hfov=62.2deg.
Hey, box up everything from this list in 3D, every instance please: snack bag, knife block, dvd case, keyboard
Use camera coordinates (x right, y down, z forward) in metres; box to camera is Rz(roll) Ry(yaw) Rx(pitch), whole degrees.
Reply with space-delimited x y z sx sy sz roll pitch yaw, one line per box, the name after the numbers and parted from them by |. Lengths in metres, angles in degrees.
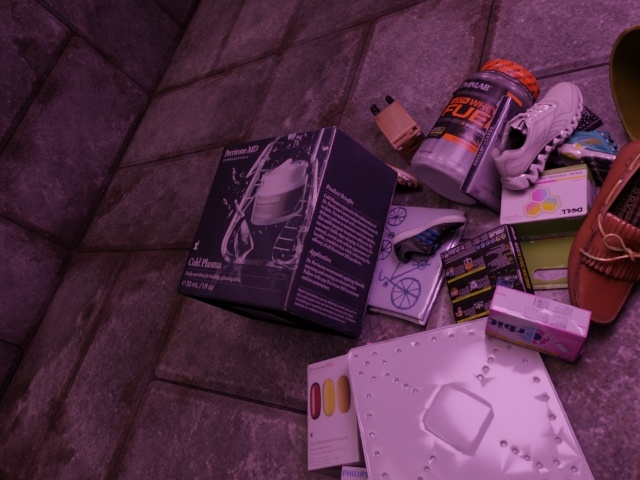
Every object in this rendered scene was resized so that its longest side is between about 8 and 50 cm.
0.195 0.048 1.444 0.343 0.037 0.323 9 68 43 | snack bag
0.213 -0.351 1.558 0.088 0.276 0.242 -39 74 14 | knife block
0.435 -0.196 1.267 0.029 0.179 0.238 29 95 48 | dvd case
0.602 -0.254 1.317 0.180 0.023 0.108 -35 45 17 | keyboard

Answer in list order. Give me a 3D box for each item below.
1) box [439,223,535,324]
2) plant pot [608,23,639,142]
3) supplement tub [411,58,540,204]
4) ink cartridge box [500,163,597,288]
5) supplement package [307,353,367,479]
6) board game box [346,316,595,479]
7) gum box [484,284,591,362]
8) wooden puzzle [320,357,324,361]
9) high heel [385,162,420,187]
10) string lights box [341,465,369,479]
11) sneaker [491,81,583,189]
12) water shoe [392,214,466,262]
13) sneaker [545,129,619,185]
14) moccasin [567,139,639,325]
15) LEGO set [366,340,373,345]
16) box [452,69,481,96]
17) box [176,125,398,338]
0.373 0.081 1.203 0.191 0.045 0.184 -32 59 43 | box
0.810 -0.309 0.975 0.353 0.366 0.366 -26 47 9 | plant pot
0.403 -0.279 1.365 0.207 0.207 0.338 27 81 47 | supplement tub
0.508 -0.026 1.187 0.189 0.097 0.255 -8 57 37 | ink cartridge box
0.059 0.410 1.239 0.139 0.134 0.244 -23 50 26 | supplement package
0.274 0.359 1.058 0.390 0.050 0.390 -14 51 5 | board game box
0.434 0.167 1.059 0.188 0.107 0.062 16 56 22 | gum box
0.006 0.353 1.416 0.049 0.006 0.083 -30 47 21 | wooden puzzle
0.166 -0.145 1.590 0.261 0.093 0.186 27 104 34 | high heel
0.095 0.608 1.075 0.077 0.133 0.259 -14 54 34 | string lights box
0.491 -0.257 1.203 0.292 0.118 0.110 -55 30 -11 | sneaker
0.282 -0.001 1.344 0.203 0.073 0.080 -23 71 31 | water shoe
0.625 -0.203 1.199 0.110 0.107 0.275 -49 48 -7 | sneaker
0.597 -0.015 1.027 0.139 0.147 0.380 26 93 3 | moccasin
0.199 0.327 1.211 0.227 0.087 0.093 23 84 31 | LEGO set
0.470 -0.420 1.535 0.116 0.029 0.162 -39 45 13 | box
-0.094 -0.017 1.477 0.480 0.297 0.471 1 69 44 | box
